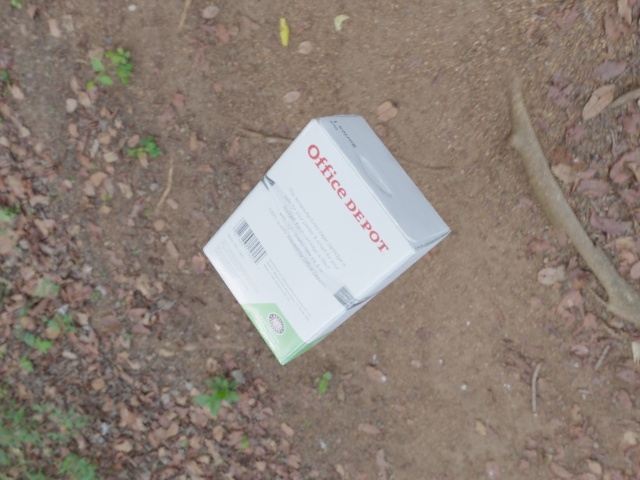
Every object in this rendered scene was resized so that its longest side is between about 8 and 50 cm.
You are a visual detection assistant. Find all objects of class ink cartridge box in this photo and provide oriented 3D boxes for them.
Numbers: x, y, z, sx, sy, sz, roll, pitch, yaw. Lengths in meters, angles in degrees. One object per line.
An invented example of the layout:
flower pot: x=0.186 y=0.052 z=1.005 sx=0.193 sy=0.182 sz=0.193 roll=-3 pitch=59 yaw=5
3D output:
ink cartridge box: x=0.000 y=0.000 z=0.657 sx=0.219 sy=0.092 sz=0.160 roll=-44 pitch=76 yaw=34
